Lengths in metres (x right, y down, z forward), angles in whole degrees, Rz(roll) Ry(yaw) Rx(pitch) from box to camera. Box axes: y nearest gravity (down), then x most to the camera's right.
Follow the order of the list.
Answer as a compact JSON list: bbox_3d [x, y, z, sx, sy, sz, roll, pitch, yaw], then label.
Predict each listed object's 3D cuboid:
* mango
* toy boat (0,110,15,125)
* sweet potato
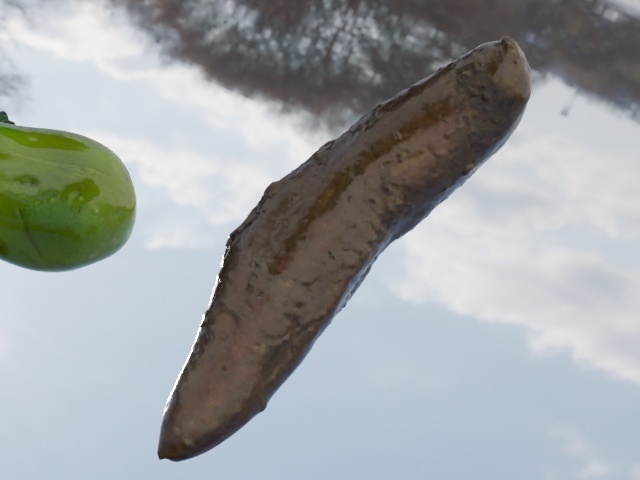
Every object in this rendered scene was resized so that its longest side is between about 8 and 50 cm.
[{"bbox_3d":[-0.222,-0.033,0.992,0.163,0.117,0.089,13,-142,-28],"label":"mango"},{"bbox_3d":[-0.335,-0.192,1.135,0.088,0.229,0.089,-17,-169,-26],"label":"toy boat"},{"bbox_3d":[0.000,-0.002,0.835,0.092,0.341,0.114,43,179,-27],"label":"sweet potato"}]
